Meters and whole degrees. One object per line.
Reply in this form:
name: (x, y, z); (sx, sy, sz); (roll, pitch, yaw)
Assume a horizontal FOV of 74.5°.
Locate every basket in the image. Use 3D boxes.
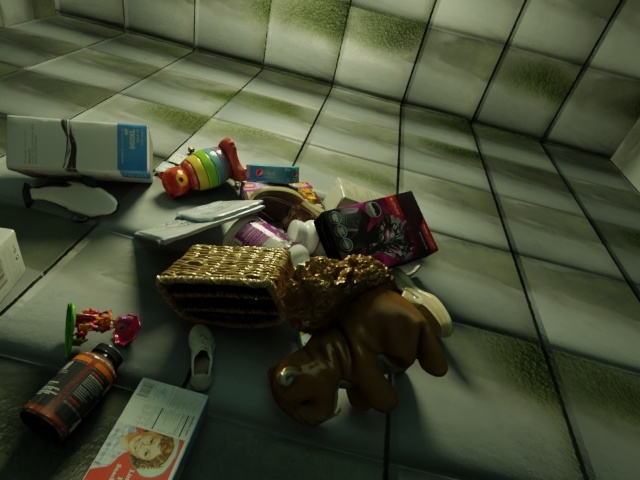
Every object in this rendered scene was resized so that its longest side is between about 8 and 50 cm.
basket: (-0.230, 0.145, 1.079); (0.300, 0.213, 0.223); (2, 21, 7)

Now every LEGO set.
LEGO set: (-0.542, -0.328, 1.747); (0.183, 0.060, 0.244); (19, 37, -1)

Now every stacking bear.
stacking bear: (-0.460, -0.259, 1.603); (0.289, 0.175, 0.164); (-29, 22, -27)

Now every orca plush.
orca plush: (-0.815, -0.126, 1.403); (0.288, 0.102, 0.151); (-7, 86, -11)

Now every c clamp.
c clamp: (-0.339, -0.266, 1.762); (0.137, 0.022, 0.160); (0, 40, -18)

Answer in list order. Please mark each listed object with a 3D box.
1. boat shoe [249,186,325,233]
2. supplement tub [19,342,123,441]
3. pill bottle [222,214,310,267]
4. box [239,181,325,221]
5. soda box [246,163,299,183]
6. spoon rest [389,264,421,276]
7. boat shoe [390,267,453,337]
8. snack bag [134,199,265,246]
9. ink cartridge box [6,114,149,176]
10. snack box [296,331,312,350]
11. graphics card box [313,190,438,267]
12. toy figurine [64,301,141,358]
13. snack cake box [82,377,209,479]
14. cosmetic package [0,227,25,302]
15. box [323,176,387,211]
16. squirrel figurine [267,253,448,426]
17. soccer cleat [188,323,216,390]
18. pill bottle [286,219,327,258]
boat shoe: (-0.092, -0.080, 1.467); (0.342, 0.123, 0.123); (24, 39, -44)
supplement tub: (-0.515, 0.313, 0.896); (0.106, 0.106, 0.198); (21, 38, 8)
pill bottle: (-0.141, 0.058, 1.292); (0.302, 0.169, 0.169); (32, 41, 21)
box: (-0.153, -0.156, 1.652); (0.294, 0.057, 0.201); (-4, 40, -22)
soda box: (-0.194, -0.270, 1.694); (0.210, 0.067, 0.071); (9, 15, 23)
spoon rest: (0.214, 0.048, 1.477); (0.276, 0.137, 0.084); (34, 64, 6)
boat shoe: (0.283, 0.199, 1.312); (0.098, 0.109, 0.302); (-15, 40, -26)
snack bag: (-0.396, -0.068, 1.340); (0.343, 0.037, 0.323); (-24, 19, -33)
ink cartridge box: (-0.786, -0.295, 1.426); (0.395, 0.166, 0.285); (-1, 1, -19)
snack box: (0.013, 0.285, 1.161); (0.141, 0.037, 0.100); (2, 38, -18)
graphics card box: (0.185, -0.015, 1.373); (0.371, 0.094, 0.232); (-15, 76, -26)
toy figurine: (-0.514, 0.202, 1.010); (0.159, 0.173, 0.130); (3, 55, -34)
snack cake box: (-0.341, 0.421, 0.829); (0.152, 0.089, 0.264); (17, 37, 0)
cosmetic package: (-0.889, 0.059, 1.056); (0.184, 0.151, 0.151); (10, 37, -8)
box: (0.180, -0.108, 1.587); (0.311, 0.121, 0.148); (19, 34, -21)
squirrel figurine: (0.036, 0.230, 1.008); (0.371, 0.281, 0.396); (-21, 87, -14)
soccer cleat: (-0.291, 0.275, 1.041); (0.068, 0.076, 0.196); (1, 39, -17)
pill bottle: (0.000, 0.000, 1.414); (0.216, 0.121, 0.121); (14, 34, -26)
